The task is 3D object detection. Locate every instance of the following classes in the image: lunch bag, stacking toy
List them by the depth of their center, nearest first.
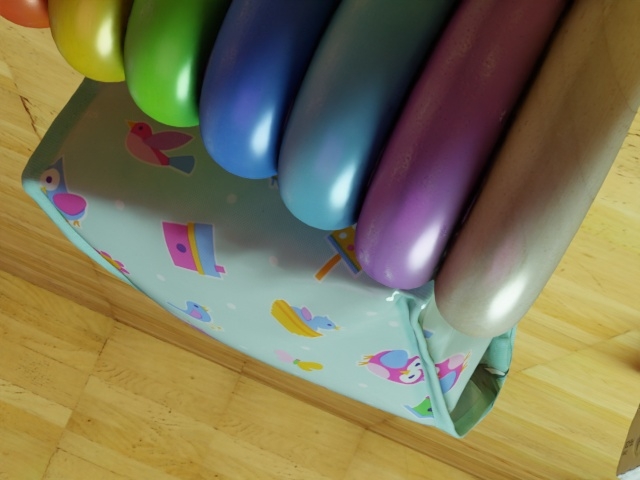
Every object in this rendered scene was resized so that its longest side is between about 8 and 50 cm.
[{"bbox_3d":[-0.048,-0.094,0.446,0.330,0.141,0.141,26,167,6],"label":"stacking toy"},{"bbox_3d":[0.000,0.000,0.651,0.223,0.160,0.262,18,160,20],"label":"lunch bag"}]

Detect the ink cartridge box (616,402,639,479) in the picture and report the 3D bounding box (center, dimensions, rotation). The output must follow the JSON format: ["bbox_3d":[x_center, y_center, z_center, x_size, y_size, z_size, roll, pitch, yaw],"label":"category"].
[{"bbox_3d":[0.346,0.170,0.860,0.217,0.092,0.158,20,166,8],"label":"ink cartridge box"}]
